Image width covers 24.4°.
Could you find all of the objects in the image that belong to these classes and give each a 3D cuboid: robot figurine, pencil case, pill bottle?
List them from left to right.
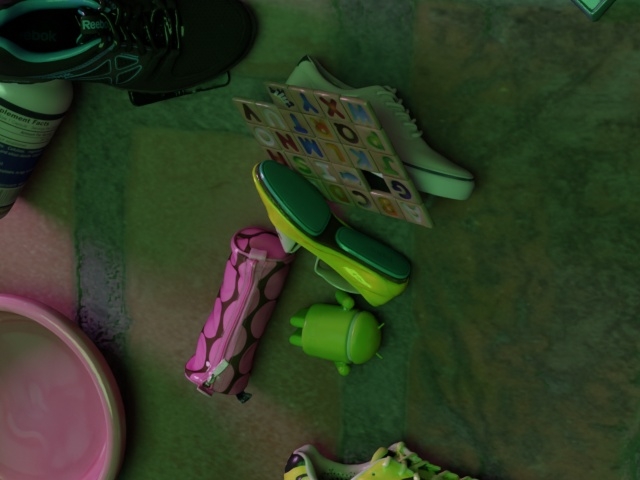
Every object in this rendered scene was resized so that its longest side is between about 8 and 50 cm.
[{"bbox_3d":[-0.401,-0.165,1.838,0.153,0.153,0.265,38,112,9],"label":"pill bottle"},{"bbox_3d":[-0.098,0.089,1.812,0.095,0.098,0.209,24,109,14],"label":"pencil case"},{"bbox_3d":[0.022,0.113,1.787,0.115,0.067,0.101,8,108,19],"label":"robot figurine"}]

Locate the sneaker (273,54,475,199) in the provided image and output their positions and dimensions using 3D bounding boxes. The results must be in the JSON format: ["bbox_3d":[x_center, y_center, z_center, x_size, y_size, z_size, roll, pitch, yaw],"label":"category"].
[{"bbox_3d":[0.068,-0.131,1.698,0.258,0.094,0.091,27,104,9],"label":"sneaker"}]

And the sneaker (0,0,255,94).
[{"bbox_3d":[-0.232,-0.229,1.691,0.340,0.139,0.125,-8,93,-17],"label":"sneaker"}]

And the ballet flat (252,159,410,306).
[{"bbox_3d":[0.000,0.000,1.757,0.231,0.077,0.077,37,128,-4],"label":"ballet flat"}]

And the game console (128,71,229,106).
[{"bbox_3d":[-0.183,-0.233,1.784,0.071,0.107,0.122,-4,102,51],"label":"game console"}]

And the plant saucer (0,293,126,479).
[{"bbox_3d":[-0.399,0.226,1.970,0.332,0.084,0.332,5,105,19],"label":"plant saucer"}]

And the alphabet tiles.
[{"bbox_3d":[0.005,-0.104,1.679,0.237,0.009,0.198,16,149,42],"label":"alphabet tiles"}]

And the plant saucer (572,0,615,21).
[{"bbox_3d":[0.336,-0.326,1.588,0.067,0.018,0.192,45,113,6],"label":"plant saucer"}]

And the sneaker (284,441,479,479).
[{"bbox_3d":[0.119,0.324,1.761,0.384,0.145,0.147,-3,102,20],"label":"sneaker"}]
